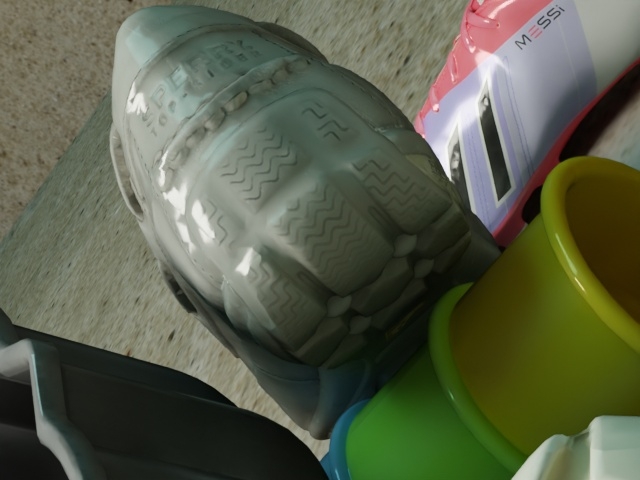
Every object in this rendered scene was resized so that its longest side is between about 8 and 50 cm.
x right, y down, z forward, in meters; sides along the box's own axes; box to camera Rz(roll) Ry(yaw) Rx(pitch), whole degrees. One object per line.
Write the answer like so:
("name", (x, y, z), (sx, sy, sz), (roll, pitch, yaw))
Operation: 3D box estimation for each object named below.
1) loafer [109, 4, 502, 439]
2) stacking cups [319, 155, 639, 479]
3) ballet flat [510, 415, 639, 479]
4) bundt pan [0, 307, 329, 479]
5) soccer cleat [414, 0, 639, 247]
("loafer", (0.000, 0.000, 0.583), (0.112, 0.111, 0.319), (-40, -17, -6))
("stacking cups", (0.027, 0.106, 0.565), (0.316, 0.096, 0.096), (-51, 17, 36))
("ballet flat", (0.059, 0.110, 0.282), (0.342, 0.116, 0.124), (-60, -31, -64))
("bundt pan", (-0.077, 0.188, 0.492), (0.331, 0.124, 0.330), (-24, 61, 55))
("soccer cleat", (0.086, -0.076, 0.692), (0.248, 0.095, 0.083), (-48, 19, 31))
